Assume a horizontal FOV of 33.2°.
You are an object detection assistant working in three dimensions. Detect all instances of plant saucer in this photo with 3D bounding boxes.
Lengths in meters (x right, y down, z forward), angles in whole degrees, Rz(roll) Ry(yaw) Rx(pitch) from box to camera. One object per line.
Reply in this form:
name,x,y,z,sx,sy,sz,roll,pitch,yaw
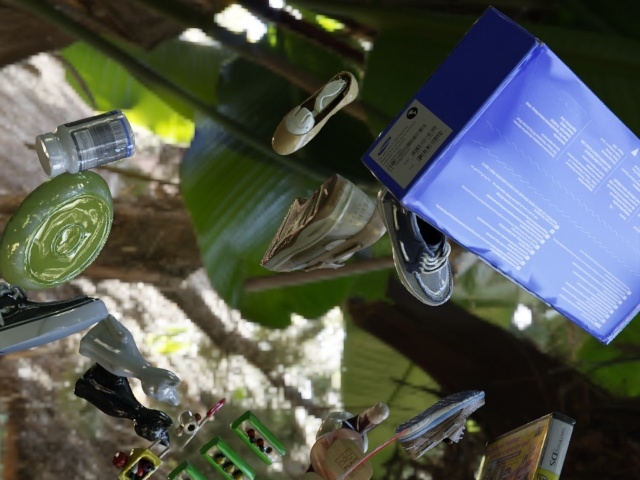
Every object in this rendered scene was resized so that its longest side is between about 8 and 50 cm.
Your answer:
plant saucer,-0.439,-0.008,1.831,0.037,0.241,0.241,35,-48,25

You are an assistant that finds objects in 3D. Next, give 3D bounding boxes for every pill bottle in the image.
pill bottle,-0.362,-0.148,1.652,0.078,0.137,0.078,43,-37,44

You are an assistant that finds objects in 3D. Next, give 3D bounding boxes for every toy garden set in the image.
toy garden set,-0.206,0.375,1.802,0.204,0.244,0.049,51,0,-30

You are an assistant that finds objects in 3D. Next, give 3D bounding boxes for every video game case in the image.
video game case,0.250,0.375,1.466,0.275,0.035,0.248,119,-7,-69

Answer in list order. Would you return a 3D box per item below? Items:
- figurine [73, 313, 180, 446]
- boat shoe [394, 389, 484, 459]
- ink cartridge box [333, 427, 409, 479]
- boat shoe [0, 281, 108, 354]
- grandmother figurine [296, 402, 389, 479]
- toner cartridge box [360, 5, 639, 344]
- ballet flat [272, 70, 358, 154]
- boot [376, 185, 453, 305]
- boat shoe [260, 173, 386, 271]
figurine,-0.350,0.269,2.009,0.209,0.092,0.215,34,-43,16
boat shoe,0.211,0.315,1.842,0.066,0.183,0.066,-12,-79,67
ink cartridge box,-0.059,0.402,1.268,0.091,0.385,0.308,51,-43,9
boat shoe,-0.472,0.114,1.580,0.113,0.306,0.105,101,-27,-82
grandmother figurine,0.029,0.332,1.702,0.104,0.208,0.342,53,0,1
toner cartridge box,0.207,-0.041,0.951,0.165,0.348,0.075,-48,-137,11
ballet flat,-0.016,-0.276,2.255,0.080,0.232,0.073,42,-13,16
boot,0.132,0.016,1.351,0.190,0.069,0.086,61,-11,-28
boat shoe,0.000,0.000,1.621,0.121,0.110,0.341,-63,-169,-17
